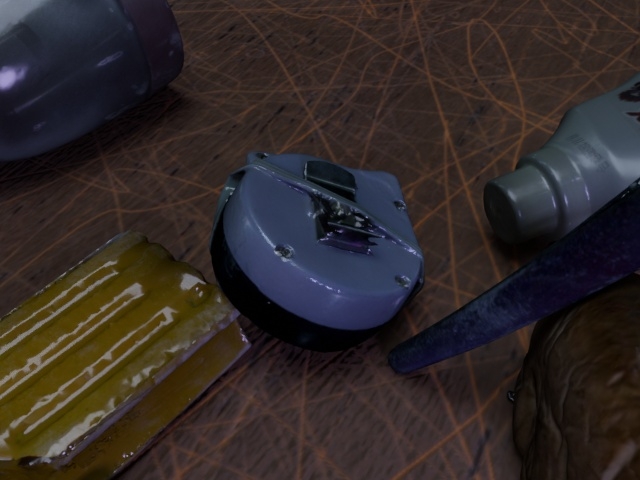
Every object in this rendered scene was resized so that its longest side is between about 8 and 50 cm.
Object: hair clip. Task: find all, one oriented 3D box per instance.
[{"bbox_3d":[0.140,0.036,0.470,0.048,0.275,0.083,52,34,-2],"label":"hair clip"}]

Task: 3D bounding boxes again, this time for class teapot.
[{"bbox_3d":[-0.378,-0.220,0.822,0.312,0.233,0.315,-42,24,-24],"label":"teapot"}]

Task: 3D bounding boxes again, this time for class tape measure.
[{"bbox_3d":[0.001,0.003,0.567,0.182,0.107,0.181,10,40,-29],"label":"tape measure"}]

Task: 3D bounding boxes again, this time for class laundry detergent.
[{"bbox_3d":[0.355,-0.080,0.627,0.398,0.124,0.264,-20,47,-10],"label":"laundry detergent"}]

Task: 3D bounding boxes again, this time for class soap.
[{"bbox_3d":[-0.202,0.112,0.537,0.160,0.080,0.257,29,55,33],"label":"soap"}]

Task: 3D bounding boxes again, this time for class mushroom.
[{"bbox_3d":[0.211,0.120,0.424,0.156,0.151,0.285,-8,45,2],"label":"mushroom"}]
